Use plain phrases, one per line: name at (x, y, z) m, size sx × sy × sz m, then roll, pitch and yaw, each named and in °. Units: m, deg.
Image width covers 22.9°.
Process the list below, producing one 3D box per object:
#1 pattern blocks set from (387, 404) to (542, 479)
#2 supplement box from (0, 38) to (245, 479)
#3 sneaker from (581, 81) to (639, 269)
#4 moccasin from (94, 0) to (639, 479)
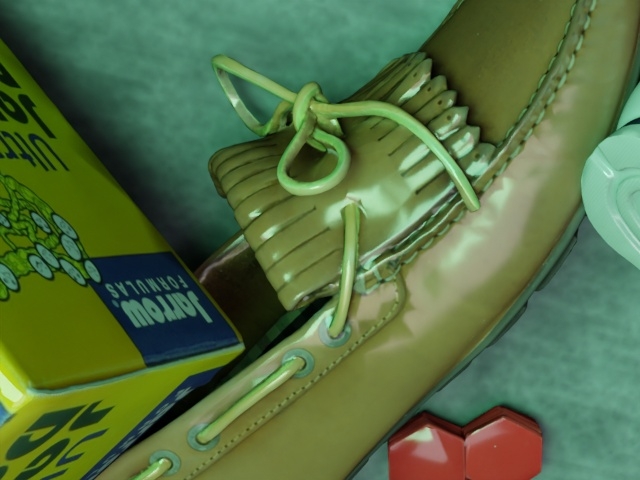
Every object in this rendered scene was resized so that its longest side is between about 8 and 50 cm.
pattern blocks set at (-0.027, 0.225, 0.848) m, size 0.325 × 0.026 × 0.285 m, roll -9°, pitch 110°, yaw 3°
supplement box at (-0.233, -0.027, 0.598) m, size 0.194 × 0.195 × 0.356 m, roll -43°, pitch 80°, yaw 13°
sneaker at (0.218, 0.011, 0.630) m, size 0.235 × 0.095 × 0.090 m, roll 42°, pitch 146°, yaw -3°
moccasin at (-0.001, -0.002, 0.701) m, size 0.147 × 0.139 × 0.380 m, roll 33°, pitch 108°, yaw -26°
